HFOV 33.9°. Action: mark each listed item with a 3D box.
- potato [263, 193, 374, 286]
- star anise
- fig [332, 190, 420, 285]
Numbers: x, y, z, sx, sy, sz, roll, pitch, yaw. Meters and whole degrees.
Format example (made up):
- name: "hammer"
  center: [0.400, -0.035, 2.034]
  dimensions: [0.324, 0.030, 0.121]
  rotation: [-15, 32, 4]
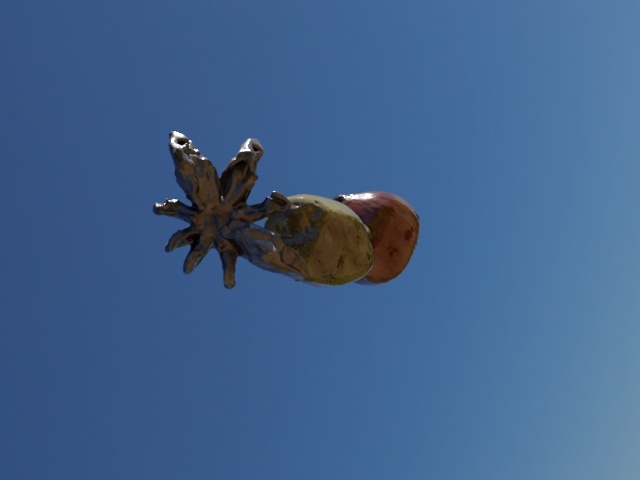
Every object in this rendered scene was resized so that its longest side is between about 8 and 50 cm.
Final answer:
- name: "potato"
  center: [-0.003, 0.002, 1.767]
  dimensions: [0.200, 0.137, 0.154]
  rotation: [6, -97, -38]
- name: "star anise"
  center: [-0.140, -0.048, 1.515]
  dimensions: [0.199, 0.257, 0.110]
  rotation: [-12, -15, -10]
- name: "fig"
  center: [0.090, -0.009, 2.015]
  dimensions: [0.205, 0.205, 0.205]
  rotation: [-44, -32, -37]
